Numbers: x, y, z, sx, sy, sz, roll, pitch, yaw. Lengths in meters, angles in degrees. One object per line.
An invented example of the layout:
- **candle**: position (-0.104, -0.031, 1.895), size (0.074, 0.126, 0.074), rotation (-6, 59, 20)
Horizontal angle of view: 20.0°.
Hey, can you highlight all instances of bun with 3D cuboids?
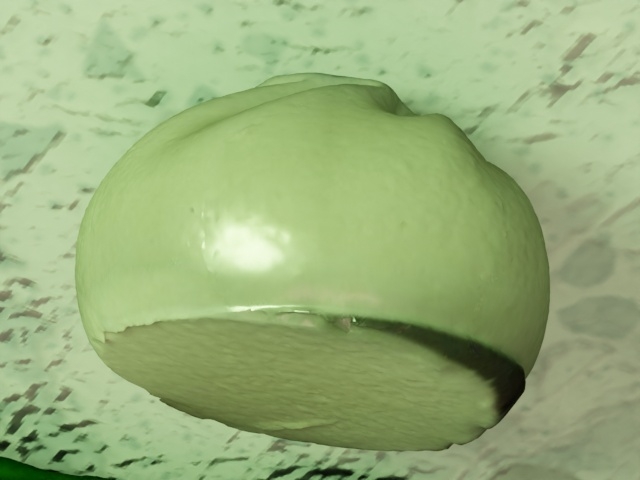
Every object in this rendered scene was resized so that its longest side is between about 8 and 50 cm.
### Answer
- **bun**: position (0.000, 0.000, 0.663), size (0.173, 0.120, 0.173), rotation (7, 161, 3)

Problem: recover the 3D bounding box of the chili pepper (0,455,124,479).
- **chili pepper**: position (-0.050, 0.217, 0.849), size (0.385, 0.167, 0.213), rotation (18, 134, -22)
